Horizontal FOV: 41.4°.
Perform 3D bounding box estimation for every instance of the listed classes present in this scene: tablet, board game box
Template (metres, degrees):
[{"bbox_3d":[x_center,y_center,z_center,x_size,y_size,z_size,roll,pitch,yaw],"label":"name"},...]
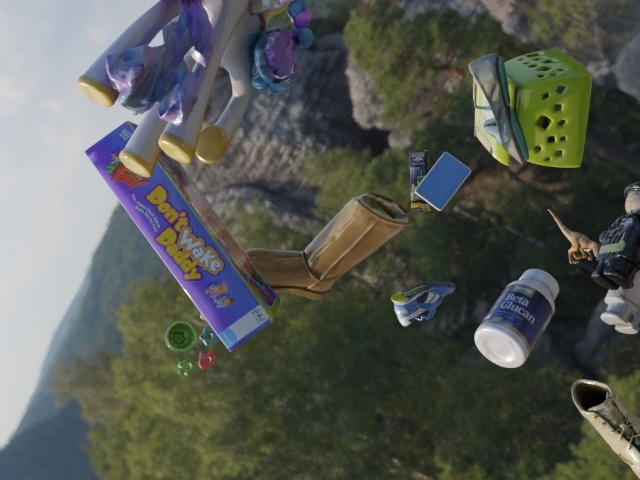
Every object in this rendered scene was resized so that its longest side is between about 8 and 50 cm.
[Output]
[{"bbox_3d":[0.197,-0.095,1.365,0.083,0.054,0.006,-52,-7,2],"label":"tablet"},{"bbox_3d":[0.252,-0.147,2.133,0.170,0.048,0.141,11,-105,-81],"label":"board game box"},{"bbox_3d":[-0.197,-0.010,1.293,0.078,0.347,0.233,-36,3,2],"label":"board game box"}]

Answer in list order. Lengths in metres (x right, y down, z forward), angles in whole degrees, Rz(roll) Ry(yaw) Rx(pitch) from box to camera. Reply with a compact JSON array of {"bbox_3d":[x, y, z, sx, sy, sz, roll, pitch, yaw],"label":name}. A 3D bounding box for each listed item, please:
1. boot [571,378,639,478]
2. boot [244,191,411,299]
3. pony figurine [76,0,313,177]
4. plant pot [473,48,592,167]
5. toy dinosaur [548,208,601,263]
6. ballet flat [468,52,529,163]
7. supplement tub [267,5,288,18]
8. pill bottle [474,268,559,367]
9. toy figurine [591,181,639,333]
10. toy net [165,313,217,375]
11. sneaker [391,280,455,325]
[{"bbox_3d":[0.660,0.412,1.811,0.095,0.203,0.262,-42,27,1],"label":"boot"},{"bbox_3d":[0.000,0.000,1.606,0.269,0.236,0.089,-43,50,37],"label":"boot"},{"bbox_3d":[-0.111,-0.267,0.913,0.363,0.303,0.351,-62,-9,-15],"label":"pony figurine"},{"bbox_3d":[0.476,-0.302,1.953,0.227,0.207,0.228,-105,11,-62],"label":"plant pot"},{"bbox_3d":[0.734,0.001,2.428,0.211,0.064,0.112,42,134,49],"label":"toy dinosaur"},{"bbox_3d":[0.315,-0.230,1.511,0.068,0.213,0.072,-11,27,24],"label":"ballet flat"},{"bbox_3d":[-0.085,-0.556,1.571,0.331,0.241,0.241,-34,-2,-22],"label":"supplement tub"},{"bbox_3d":[0.340,0.127,1.442,0.169,0.094,0.094,-48,-1,-34],"label":"pill bottle"},{"bbox_3d":[0.453,0.038,1.040,0.148,0.213,0.209,-61,-33,-17],"label":"toy figurine"},{"bbox_3d":[-0.236,0.211,1.926,0.232,0.122,0.045,-25,-7,-27],"label":"toy net"},{"bbox_3d":[0.187,0.110,1.525,0.053,0.144,0.059,3,107,54],"label":"sneaker"}]
